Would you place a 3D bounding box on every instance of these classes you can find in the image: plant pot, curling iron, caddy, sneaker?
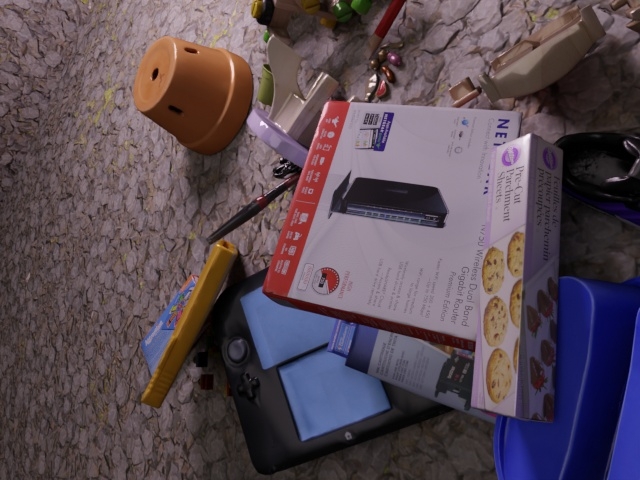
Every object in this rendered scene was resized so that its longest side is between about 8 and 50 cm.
[{"bbox_3d":[-0.350,-0.397,1.218,0.291,0.204,0.290,-12,72,39],"label":"plant pot"},{"bbox_3d":[-0.113,-0.363,1.097,0.083,0.083,0.079,53,127,35],"label":"plant pot"},{"bbox_3d":[-0.141,-0.085,1.013,0.274,0.035,0.068,-44,56,-5],"label":"curling iron"},{"bbox_3d":[0.346,0.194,0.502,0.241,0.179,0.341,8,82,65],"label":"caddy"},{"bbox_3d":[0.397,-0.056,0.530,0.293,0.146,0.102,30,100,41],"label":"sneaker"}]

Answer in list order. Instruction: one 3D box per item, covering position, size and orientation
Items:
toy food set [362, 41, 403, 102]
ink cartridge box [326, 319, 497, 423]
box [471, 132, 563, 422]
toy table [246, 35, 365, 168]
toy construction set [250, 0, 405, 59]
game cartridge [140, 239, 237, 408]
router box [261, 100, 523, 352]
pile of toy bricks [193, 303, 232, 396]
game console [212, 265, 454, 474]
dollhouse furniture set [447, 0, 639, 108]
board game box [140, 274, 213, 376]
[{"bbox_3d":[0.124,-0.337,0.916,0.078,0.019,0.122,12,88,42],"label":"toy food set"},{"bbox_3d":[0.161,0.134,0.691,0.311,0.065,0.185,15,88,27],"label":"ink cartridge box"},{"bbox_3d":[0.232,0.038,0.539,0.067,0.063,0.323,-14,63,60],"label":"box"},{"bbox_3d":[-0.030,-0.251,0.896,0.160,0.252,0.274,-54,26,15],"label":"toy table"},{"bbox_3d":[0.003,-0.484,0.962,0.309,0.257,0.237,47,130,17],"label":"toy construction set"},{"bbox_3d":[-0.268,0.153,0.983,0.323,0.053,0.285,-63,10,-3],"label":"game cartridge"},{"bbox_3d":[0.110,-0.040,0.679,0.301,0.082,0.335,9,71,22],"label":"router box"},{"bbox_3d":[-0.229,0.237,1.031,0.105,0.118,0.212,-23,64,53],"label":"pile of toy bricks"},{"bbox_3d":[-0.002,0.183,0.807,0.387,0.060,0.341,-27,66,18],"label":"game console"},{"bbox_3d":[0.332,-0.193,0.574,0.356,0.303,0.173,-29,100,35],"label":"dollhouse furniture set"},{"bbox_3d":[-0.377,0.238,1.210,0.281,0.027,0.145,-50,55,21],"label":"board game box"}]
